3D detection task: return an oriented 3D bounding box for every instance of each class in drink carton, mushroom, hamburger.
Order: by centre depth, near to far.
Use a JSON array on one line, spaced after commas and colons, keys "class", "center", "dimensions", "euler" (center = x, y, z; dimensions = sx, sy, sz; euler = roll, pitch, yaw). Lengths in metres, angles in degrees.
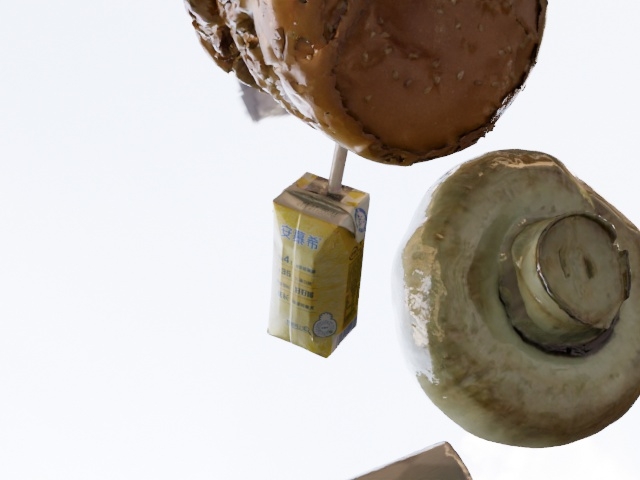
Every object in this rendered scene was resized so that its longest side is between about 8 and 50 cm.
[{"class": "hamburger", "center": [0.043, -0.182, 0.867], "dimensions": [0.245, 0.211, 0.260], "euler": [-39, -65, -7]}, {"class": "drink carton", "center": [0.000, 0.000, 1.007], "dimensions": [0.074, 0.084, 0.200], "euler": [-42, -35, -45]}, {"class": "mushroom", "center": [0.248, 0.064, 1.379], "dimensions": [0.352, 0.260, 0.352], "euler": [5, -105, -22]}]

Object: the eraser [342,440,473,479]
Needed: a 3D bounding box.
[{"class": "eraser", "center": [-0.072, 0.274, 0.936], "dimensions": [0.397, 0.213, 0.082], "euler": [-20, -109, -9]}]
